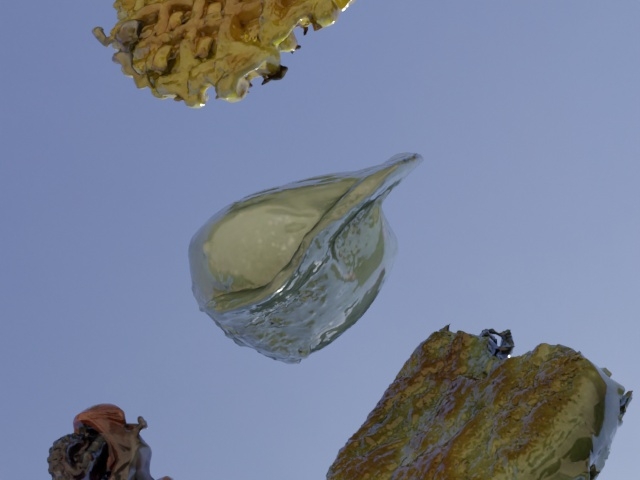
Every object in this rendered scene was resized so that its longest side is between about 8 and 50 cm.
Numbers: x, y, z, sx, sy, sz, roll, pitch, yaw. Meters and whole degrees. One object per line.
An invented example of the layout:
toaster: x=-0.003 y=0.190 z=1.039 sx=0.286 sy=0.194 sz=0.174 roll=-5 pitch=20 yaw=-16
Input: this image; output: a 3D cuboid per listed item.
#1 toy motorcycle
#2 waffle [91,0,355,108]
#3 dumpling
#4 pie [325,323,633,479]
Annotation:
toy motorcycle: x=-0.209 y=0.257 z=0.962 sx=0.084 sy=0.212 sz=0.118 roll=-27 pitch=-143 yaw=21
waffle: x=-0.073 y=-0.230 z=0.780 sx=0.262 sy=0.060 sz=0.280 roll=-43 pitch=-135 yaw=-3
dumpling: x=-0.001 y=0.015 z=0.529 sx=0.152 sy=0.219 sz=0.108 roll=-14 pitch=-81 yaw=7
pie: x=0.136 y=0.196 z=0.886 sx=0.296 sy=0.371 sz=0.078 roll=-39 pitch=-76 yaw=-11
